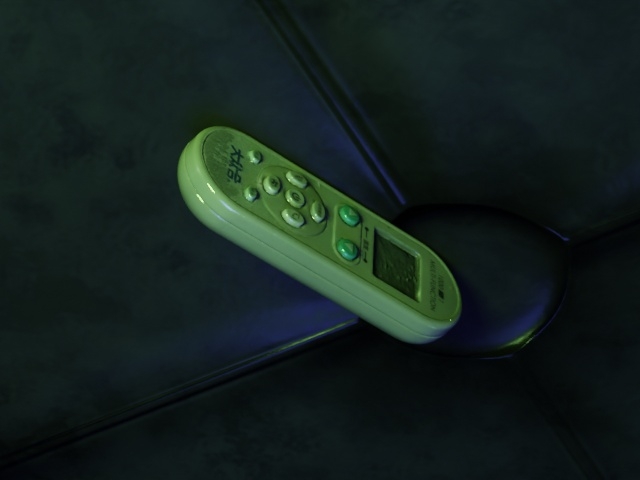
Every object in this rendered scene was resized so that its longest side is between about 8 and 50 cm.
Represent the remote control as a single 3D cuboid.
[{"bbox_3d":[0.000,0.000,1.083,0.221,0.078,0.042,32,126,-23],"label":"remote control"}]
